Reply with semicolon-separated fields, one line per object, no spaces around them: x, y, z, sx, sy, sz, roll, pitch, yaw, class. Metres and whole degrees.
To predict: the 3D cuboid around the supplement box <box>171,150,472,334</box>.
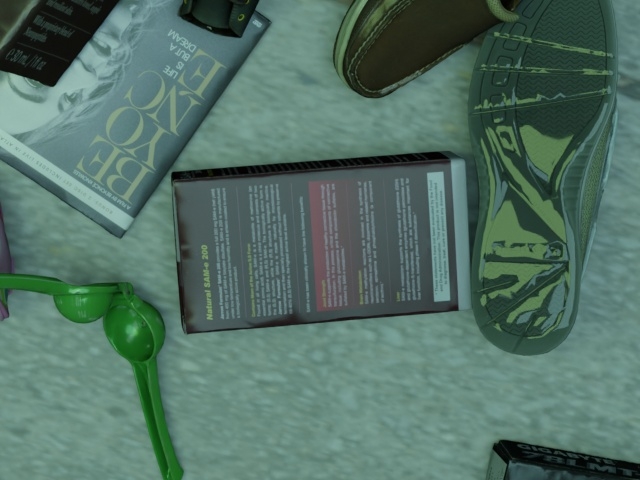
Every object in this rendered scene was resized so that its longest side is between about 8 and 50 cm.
0.000;0.000;1.458;0.240;0.073;0.130;-4;99;-6;supplement box

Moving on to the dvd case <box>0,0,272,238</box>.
-0.170;-0.136;1.450;0.164;0.018;0.221;35;94;-9;dvd case

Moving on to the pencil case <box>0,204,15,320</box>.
-0.390;0.024;1.408;0.284;0.124;0.124;-9;99;-3;pencil case

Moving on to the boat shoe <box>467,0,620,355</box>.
0.185;-0.067;1.460;0.118;0.103;0.320;3;91;13;boat shoe

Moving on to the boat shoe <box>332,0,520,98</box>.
0.116;-0.203;1.393;0.257;0.095;0.095;-46;128;12;boat shoe

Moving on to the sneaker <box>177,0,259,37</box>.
-0.063;-0.225;1.334;0.083;0.222;0.118;21;84;7;sneaker

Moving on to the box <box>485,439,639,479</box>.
0.266;0.343;1.535;0.296;0.073;0.293;10;98;-7;box

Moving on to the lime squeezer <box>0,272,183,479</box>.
-0.189;0.076;1.431;0.110;0.059;0.310;-55;133;-15;lime squeezer

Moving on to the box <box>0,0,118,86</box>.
-0.161;-0.306;1.328;0.143;0.191;0.381;37;95;5;box
